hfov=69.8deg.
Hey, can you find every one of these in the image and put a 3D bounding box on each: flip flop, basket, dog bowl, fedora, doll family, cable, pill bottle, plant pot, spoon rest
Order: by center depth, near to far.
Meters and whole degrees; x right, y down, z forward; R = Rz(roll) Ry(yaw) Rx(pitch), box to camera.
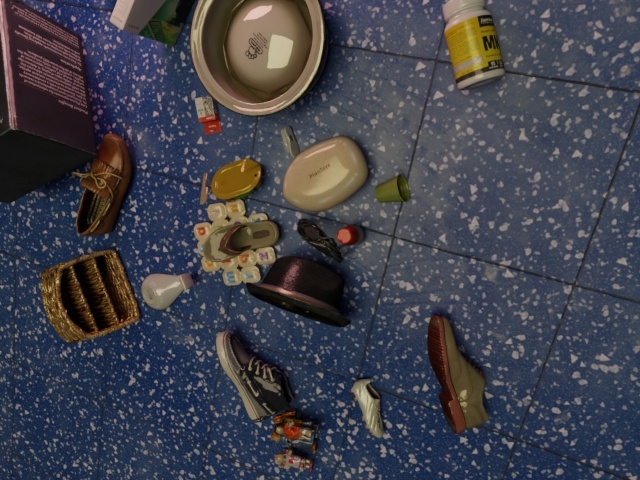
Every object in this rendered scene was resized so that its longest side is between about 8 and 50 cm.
[{"bbox_3d":[0.378,-0.495,1.144,0.119,0.119,0.208,-14,97,22],"label":"pill bottle"},{"bbox_3d":[-0.156,-0.559,1.305,0.409,0.150,0.407,4,103,18],"label":"dog bowl"},{"bbox_3d":[0.201,-0.140,1.309,0.079,0.083,0.083,-13,96,34],"label":"plant pot"},{"bbox_3d":[0.000,0.000,1.377,0.047,0.150,0.185,-52,40,-9],"label":"cable"},{"bbox_3d":[-0.050,0.141,1.384,0.334,0.334,0.152,16,76,16],"label":"fedora"},{"bbox_3d":[-0.263,0.003,1.474,0.277,0.080,0.112,-12,97,19],"label":"flip flop"},{"bbox_3d":[-0.092,0.672,1.572,0.163,0.118,0.262,10,123,11],"label":"doll family"},{"bbox_3d":[-0.545,0.171,1.642,0.277,0.084,0.137,-18,93,35],"label":"spoon rest"},{"bbox_3d":[-0.848,0.206,1.672,0.223,0.213,0.298,-14,96,22],"label":"basket"}]

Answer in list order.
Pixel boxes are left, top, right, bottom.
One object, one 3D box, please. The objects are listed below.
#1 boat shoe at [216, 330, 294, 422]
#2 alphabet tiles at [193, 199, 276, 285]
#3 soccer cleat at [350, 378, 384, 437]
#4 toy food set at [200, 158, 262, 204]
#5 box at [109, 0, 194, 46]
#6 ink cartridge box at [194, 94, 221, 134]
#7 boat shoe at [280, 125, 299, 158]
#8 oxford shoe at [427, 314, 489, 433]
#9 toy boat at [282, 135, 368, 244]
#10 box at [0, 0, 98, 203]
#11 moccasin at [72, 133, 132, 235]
[{"bbox_3d":[-0.214,0.443,1.558,0.158,0.127,0.340,-22,101,16],"label":"boat shoe"},{"bbox_3d":[-0.287,0.008,1.537,0.278,0.021,0.283,-9,98,18],"label":"alphabet tiles"},{"bbox_3d":[0.166,0.536,1.464,0.076,0.068,0.196,-25,89,19],"label":"soccer cleat"},{"bbox_3d":[-0.274,-0.179,1.474,0.218,0.071,0.128,-14,65,16],"label":"toy food set"},{"bbox_3d":[-0.449,-0.741,1.326,0.058,0.232,0.322,39,111,9],"label":"box"},{"bbox_3d":[-0.361,-0.403,1.473,0.063,0.029,0.114,-5,99,20],"label":"ink cartridge box"},{"bbox_3d":[-0.096,-0.297,1.403,0.035,0.035,0.100,-12,102,49],"label":"boat shoe"},{"bbox_3d":[0.402,0.377,1.340,0.130,0.123,0.347,-14,96,-5],"label":"oxford shoe"},{"bbox_3d":[0.036,-0.128,1.343,0.268,0.148,0.318,-24,85,17],"label":"toy boat"},{"bbox_3d":[-1.038,-0.436,1.503,0.481,0.297,0.471,-19,75,22],"label":"box"},{"bbox_3d":[-0.770,-0.189,1.598,0.139,0.147,0.379,34,110,10],"label":"moccasin"}]
